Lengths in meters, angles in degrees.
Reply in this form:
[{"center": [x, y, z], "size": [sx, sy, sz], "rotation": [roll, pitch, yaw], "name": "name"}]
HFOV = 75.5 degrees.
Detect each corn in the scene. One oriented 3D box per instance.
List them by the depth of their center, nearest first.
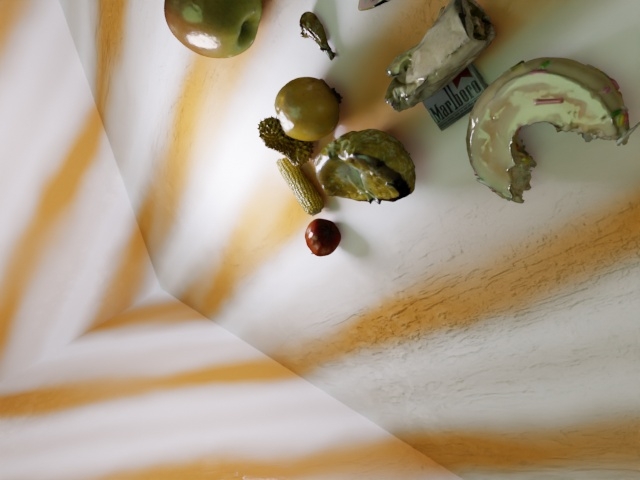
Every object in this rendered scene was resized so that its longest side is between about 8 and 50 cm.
[{"center": [-0.084, -0.238, 1.767], "size": [0.106, 0.106, 0.293], "rotation": [-32, 89, 51], "name": "corn"}]

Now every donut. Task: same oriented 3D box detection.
[{"center": [0.543, -0.291, 1.053], "size": [0.307, 0.150, 0.371], "rotation": [52, 140, 4], "name": "donut"}]

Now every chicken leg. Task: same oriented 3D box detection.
[{"center": [-0.011, -0.688, 1.405], "size": [0.178, 0.070, 0.093], "rotation": [49, 147, -8], "name": "chicken leg"}]

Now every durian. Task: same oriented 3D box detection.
[{"center": [-0.127, -0.404, 1.618], "size": [0.250, 0.183, 0.138], "rotation": [23, 156, -34], "name": "durian"}]

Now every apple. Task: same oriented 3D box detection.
[{"center": [-0.364, -0.820, 1.473], "size": [0.305, 0.338, 0.338], "rotation": [23, 134, 7], "name": "apple"}]

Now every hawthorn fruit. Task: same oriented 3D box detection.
[{"center": [0.000, 0.000, 1.797], "size": [0.157, 0.157, 0.194], "rotation": [43, 136, 14], "name": "hawthorn fruit"}]

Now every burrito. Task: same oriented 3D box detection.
[{"center": [0.314, -0.491, 1.141], "size": [0.332, 0.135, 0.190], "rotation": [-33, 56, 54], "name": "burrito"}]

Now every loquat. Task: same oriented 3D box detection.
[{"center": [-0.040, -0.469, 1.467], "size": [0.244, 0.244, 0.243], "rotation": [25, 132, 31], "name": "loquat"}]

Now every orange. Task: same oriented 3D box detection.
[{"center": [0.153, -0.265, 1.401], "size": [0.369, 0.210, 0.271], "rotation": [7, 160, 44], "name": "orange"}]

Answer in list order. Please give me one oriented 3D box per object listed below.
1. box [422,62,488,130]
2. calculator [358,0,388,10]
[{"center": [0.394, -0.415, 1.205], "size": [0.177, 0.036, 0.115], "rotation": [-31, 91, 51], "name": "box"}, {"center": [0.186, -0.768, 1.172], "size": [0.237, 0.033, 0.157], "rotation": [-7, 111, 45], "name": "calculator"}]
